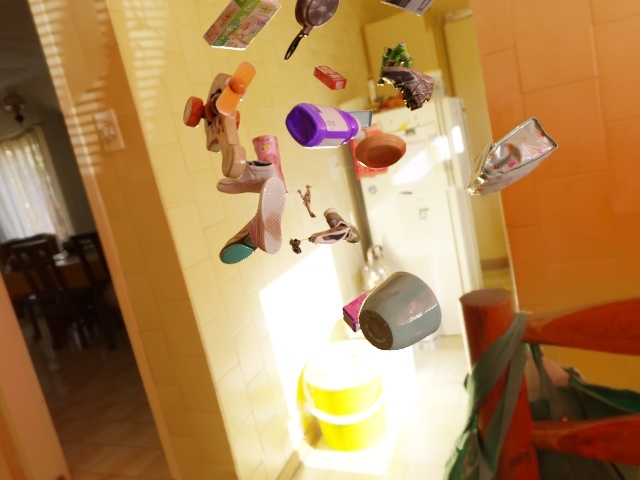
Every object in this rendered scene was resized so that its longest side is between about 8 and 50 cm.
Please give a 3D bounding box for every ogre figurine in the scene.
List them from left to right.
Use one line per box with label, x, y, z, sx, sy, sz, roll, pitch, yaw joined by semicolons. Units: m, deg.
ogre figurine;0.282;-0.681;1.934;0.096;0.118;0.197;-2;-4;-8

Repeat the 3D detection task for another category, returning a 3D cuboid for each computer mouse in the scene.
computer mouse;0.000;0.000;1.553;0.193;0.042;0.106;-14;14;-10

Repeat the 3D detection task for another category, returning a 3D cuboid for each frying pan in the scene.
frying pan;-0.049;-0.799;1.817;0.326;0.053;0.197;-44;-23;13

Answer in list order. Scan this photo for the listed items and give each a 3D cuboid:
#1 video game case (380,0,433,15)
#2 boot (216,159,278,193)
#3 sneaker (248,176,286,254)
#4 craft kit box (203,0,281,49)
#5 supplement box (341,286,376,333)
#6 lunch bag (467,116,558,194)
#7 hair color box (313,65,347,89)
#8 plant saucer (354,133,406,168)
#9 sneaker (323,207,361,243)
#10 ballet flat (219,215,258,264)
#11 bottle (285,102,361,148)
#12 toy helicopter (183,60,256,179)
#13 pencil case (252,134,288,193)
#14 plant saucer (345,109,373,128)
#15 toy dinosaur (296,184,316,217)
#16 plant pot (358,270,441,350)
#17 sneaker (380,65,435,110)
video game case;0.295;-0.772;1.509;0.173;0.022;0.190;1;-27;-33
boot;-0.278;-0.245;1.887;0.258;0.123;0.095;2;33;16
sneaker;-0.213;-0.102;1.861;0.102;0.282;0.161;-2;15;-35
craft kit box;-0.298;-0.848;1.954;0.246;0.061;0.250;-41;-3;30
supplement box;0.227;0.350;2.557;0.220;0.111;0.114;-29;51;-18
lunch bag;0.625;-0.268;1.726;0.262;0.160;0.223;-34;-9;-4
hair color box;0.038;-0.667;2.069;0.072;0.043;0.141;-16;47;-33
plant saucer;0.229;-0.331;1.919;0.199;0.037;0.200;-3;-27;-2
sneaker;0.081;-0.026;1.683;0.064;0.192;0.086;-36;43;14
ballet flat;-0.304;-0.011;2.115;0.348;0.123;0.123;-34;-6;41
bottle;0.021;-0.310;1.377;0.092;0.118;0.283;-45;-13;29
toy helicopter;-0.233;-0.303;1.290;0.140;0.355;0.235;10;-46;-33
pencil case;-0.226;-0.324;2.250;0.124;0.284;0.124;-11;3;1
plant saucer;0.113;-0.440;1.844;0.192;0.067;0.018;-13;28;-34
toy dinosaur;-0.052;-0.159;1.872;0.053;0.093;0.183;-13;48;6
plant pot;0.294;0.304;2.013;0.235;0.293;0.293;-28;18;-36
sneaker;0.321;-0.560;1.867;0.227;0.130;0.087;10;-5;-30
